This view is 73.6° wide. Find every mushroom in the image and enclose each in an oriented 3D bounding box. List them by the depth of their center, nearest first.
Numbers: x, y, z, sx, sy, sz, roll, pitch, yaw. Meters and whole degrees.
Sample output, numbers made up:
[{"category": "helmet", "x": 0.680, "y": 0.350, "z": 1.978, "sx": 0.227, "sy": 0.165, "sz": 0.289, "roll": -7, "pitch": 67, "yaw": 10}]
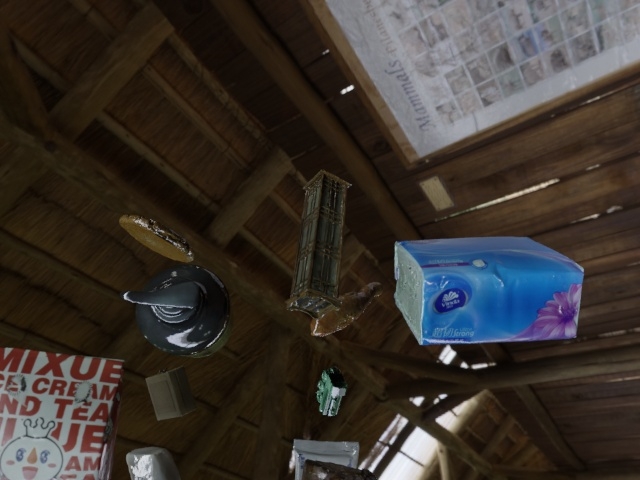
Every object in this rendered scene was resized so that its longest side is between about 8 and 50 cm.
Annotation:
[{"category": "mushroom", "x": -0.391, "y": 0.632, "z": 1.041, "sx": 0.103, "sy": 0.118, "sz": 0.270, "roll": -21, "pitch": -75, "yaw": -70}]

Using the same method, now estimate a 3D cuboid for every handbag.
[{"category": "handbag", "x": -0.364, "y": 0.286, "z": 0.559, "sx": 0.151, "sy": 0.171, "sz": 0.298, "roll": -144, "pitch": 63, "yaw": -72}]

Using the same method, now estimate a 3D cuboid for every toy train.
[{"category": "toy train", "x": 0.035, "y": 0.502, "z": 1.410, "sx": 0.111, "sy": 0.071, "sz": 0.170, "roll": -118, "pitch": 36, "yaw": -60}]

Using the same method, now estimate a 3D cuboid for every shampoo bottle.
[{"category": "shampoo bottle", "x": -0.157, "y": 0.086, "z": 0.510, "sx": 0.284, "sy": 0.101, "sz": 0.101, "roll": 123, "pitch": 136, "yaw": -71}]

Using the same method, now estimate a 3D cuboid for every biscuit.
[{"category": "biscuit", "x": -0.459, "y": -0.007, "z": 1.214, "sx": 0.226, "sy": 0.226, "sz": 0.042, "roll": 45, "pitch": -120, "yaw": -40}]

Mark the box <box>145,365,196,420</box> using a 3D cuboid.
[{"category": "box", "x": -0.265, "y": 0.267, "z": 0.754, "sx": 0.035, "sy": 0.079, "sz": 0.083, "roll": -9, "pitch": -101, "yaw": -53}]

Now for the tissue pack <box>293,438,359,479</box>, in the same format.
[{"category": "tissue pack", "x": 0.007, "y": 0.457, "z": 0.752, "sx": 0.026, "sy": 0.122, "sz": 0.193, "roll": 86, "pitch": -174, "yaw": -60}]

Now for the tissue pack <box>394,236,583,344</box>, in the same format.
[{"category": "tissue pack", "x": 0.277, "y": 0.079, "z": 0.757, "sx": 0.198, "sy": 0.263, "sz": 0.146, "roll": -103, "pitch": 11, "yaw": -74}]

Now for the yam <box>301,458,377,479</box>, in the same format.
[{"category": "yam", "x": 0.016, "y": 0.448, "z": 0.559, "sx": 0.131, "sy": 0.131, "sz": 0.280, "roll": 33, "pitch": -123, "yaw": -49}]

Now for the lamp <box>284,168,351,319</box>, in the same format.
[{"category": "lamp", "x": 0.000, "y": 0.000, "z": 0.930, "sx": 0.090, "sy": 0.089, "sz": 0.325, "roll": 23, "pitch": -127, "yaw": -25}]

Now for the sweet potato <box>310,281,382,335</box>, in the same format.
[{"category": "sweet potato", "x": 0.104, "y": 0.223, "z": 1.477, "sx": 0.385, "sy": 0.109, "sz": 0.109, "roll": -25, "pitch": -85, "yaw": -41}]
